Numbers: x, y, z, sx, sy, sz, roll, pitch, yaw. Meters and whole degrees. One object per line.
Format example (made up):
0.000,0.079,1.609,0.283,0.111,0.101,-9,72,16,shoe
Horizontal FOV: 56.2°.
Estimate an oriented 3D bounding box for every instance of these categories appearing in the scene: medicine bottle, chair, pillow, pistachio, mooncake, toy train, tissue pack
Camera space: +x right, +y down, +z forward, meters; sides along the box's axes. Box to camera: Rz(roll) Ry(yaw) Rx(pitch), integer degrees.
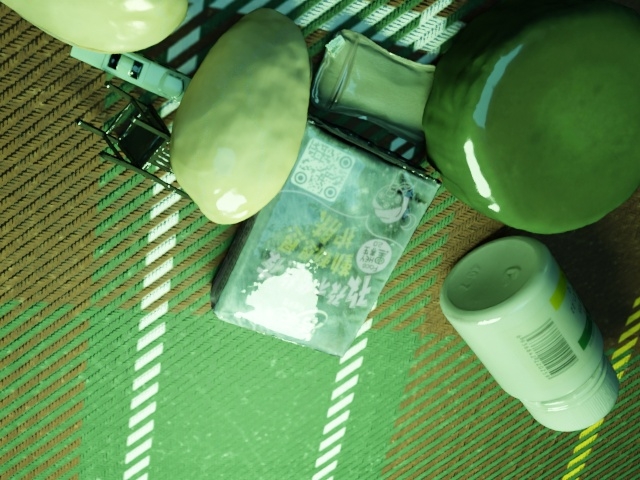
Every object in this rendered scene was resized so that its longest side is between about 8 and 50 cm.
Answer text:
0.387,0.175,1.085,0.208,0.208,0.339,-38,114,5,medicine bottle
-0.248,-0.141,0.911,0.084,0.101,0.212,-47,150,10,chair
0.101,-0.240,0.954,0.233,0.038,0.130,15,105,-20,pillow
-0.102,-0.167,0.835,0.188,0.187,0.299,22,85,-19,pistachio
-0.314,-0.359,0.739,0.318,0.193,0.213,19,95,-7,pistachio
0.340,-0.196,0.932,0.357,0.194,0.356,-4,112,-11,mooncake
-0.252,-0.244,0.876,0.208,0.047,0.043,22,107,-17,toy train
0.000,0.000,0.990,0.260,0.122,0.361,22,108,-17,tissue pack
